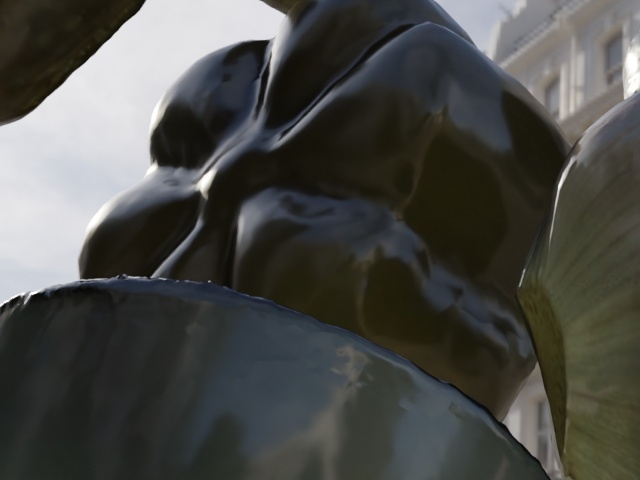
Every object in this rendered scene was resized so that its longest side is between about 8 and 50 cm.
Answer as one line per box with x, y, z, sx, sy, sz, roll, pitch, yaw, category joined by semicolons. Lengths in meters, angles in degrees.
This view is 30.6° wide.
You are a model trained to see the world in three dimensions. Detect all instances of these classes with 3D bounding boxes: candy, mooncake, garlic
-0.237;-0.195;1.001;0.234;0.104;0.102;-45;-65;7;candy
0.000;0.000;1.057;0.467;0.467;0.262;-15;-42;41;mooncake
0.256;0.065;0.701;0.259;0.317;0.317;-18;-28;9;garlic

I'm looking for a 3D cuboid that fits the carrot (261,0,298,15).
-0.072;-0.303;1.277;0.074;0.074;0.358;-9;-22;32;carrot

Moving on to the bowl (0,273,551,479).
-0.060;0.199;0.591;0.354;0.185;0.354;13;-39;11;bowl

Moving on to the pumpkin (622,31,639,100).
0.429;-0.144;1.048;0.328;0.291;0.257;7;-19;-33;pumpkin
